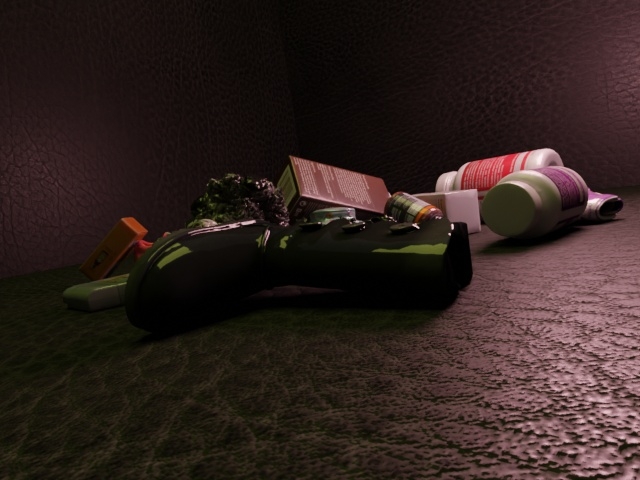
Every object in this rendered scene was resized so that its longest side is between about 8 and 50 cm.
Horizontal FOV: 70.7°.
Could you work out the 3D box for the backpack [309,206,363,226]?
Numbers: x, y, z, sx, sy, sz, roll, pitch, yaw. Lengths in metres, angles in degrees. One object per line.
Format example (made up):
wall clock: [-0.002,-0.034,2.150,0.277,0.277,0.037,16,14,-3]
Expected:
backpack: [0.046,-0.026,1.325,0.166,0.144,0.188,-4,9,-13]

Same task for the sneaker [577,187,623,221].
sneaker: [0.776,-0.101,1.290,0.161,0.102,0.282,5,19,39]

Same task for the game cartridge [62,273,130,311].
game cartridge: [-0.442,0.109,1.108,0.198,0.062,0.297,-9,3,44]

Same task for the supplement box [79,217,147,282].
supplement box: [-0.684,0.033,1.492,0.233,0.078,0.080,-47,2,5]

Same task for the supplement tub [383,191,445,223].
supplement tub: [0.288,-0.066,1.336,0.106,0.105,0.198,-12,32,-35]

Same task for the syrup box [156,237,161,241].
syrup box: [-0.373,0.044,1.304,0.237,0.093,0.096,-5,-31,29]

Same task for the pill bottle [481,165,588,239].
pill bottle: [0.526,-0.093,1.114,0.302,0.169,0.169,-12,6,-43]

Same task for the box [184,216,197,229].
box: [-0.287,-0.059,1.542,0.270,0.060,0.216,-31,-40,19]

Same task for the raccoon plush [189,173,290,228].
raccoon plush: [-0.147,0.040,1.107,0.216,0.298,0.447,-23,-36,34]

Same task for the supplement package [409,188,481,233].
supplement package: [0.371,-0.085,1.447,0.134,0.138,0.244,-10,7,-26]

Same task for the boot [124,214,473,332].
boot: [-0.015,0.050,0.708,0.446,0.146,0.367,5,23,26]

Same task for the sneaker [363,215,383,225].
sneaker: [0.197,-0.034,1.433,0.082,0.090,0.232,-6,6,27]

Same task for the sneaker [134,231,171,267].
sneaker: [-0.466,0.036,1.484,0.314,0.136,0.116,-8,6,-2]

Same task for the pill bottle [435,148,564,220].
pill bottle: [0.639,-0.187,1.636,0.229,0.228,0.408,-13,7,-41]

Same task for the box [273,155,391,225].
box: [0.052,-0.136,1.499,0.382,0.191,0.143,8,-43,-28]
